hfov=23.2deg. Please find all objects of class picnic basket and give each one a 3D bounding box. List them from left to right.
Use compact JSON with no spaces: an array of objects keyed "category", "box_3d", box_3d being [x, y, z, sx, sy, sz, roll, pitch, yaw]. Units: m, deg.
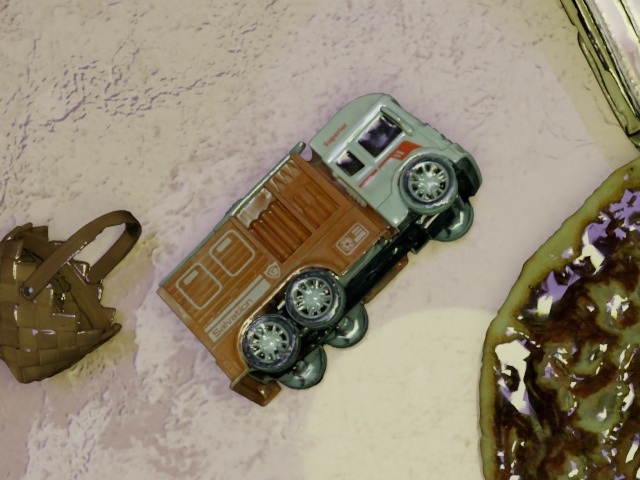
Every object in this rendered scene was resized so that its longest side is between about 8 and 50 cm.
[{"category":"picnic basket","box_3d":[-0.241,0.039,1.476,0.178,0.128,0.138,-40,82,7]}]

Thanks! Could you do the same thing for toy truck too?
[{"category":"toy truck","box_3d":[0.000,0.000,1.464,0.305,0.136,0.162,-45,72,-1]}]

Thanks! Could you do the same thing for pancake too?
[{"category":"pancake","box_3d":[0.300,0.110,1.436,0.305,0.067,0.426,6,92,-4]}]

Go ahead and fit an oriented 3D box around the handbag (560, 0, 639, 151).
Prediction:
[{"category":"handbag","box_3d":[0.414,-0.260,1.461,0.358,0.160,0.236,-25,86,1]}]
